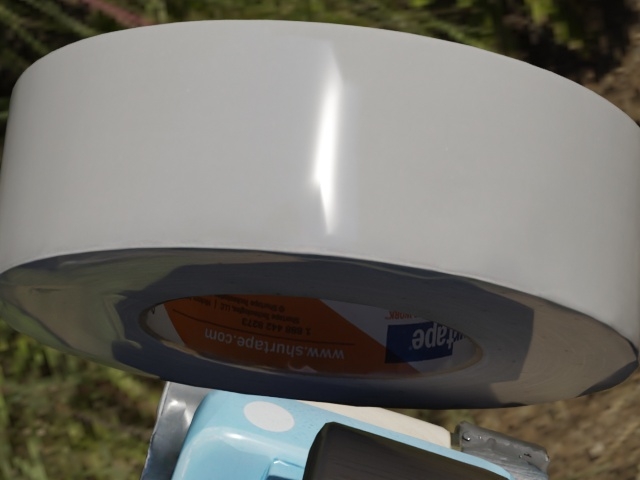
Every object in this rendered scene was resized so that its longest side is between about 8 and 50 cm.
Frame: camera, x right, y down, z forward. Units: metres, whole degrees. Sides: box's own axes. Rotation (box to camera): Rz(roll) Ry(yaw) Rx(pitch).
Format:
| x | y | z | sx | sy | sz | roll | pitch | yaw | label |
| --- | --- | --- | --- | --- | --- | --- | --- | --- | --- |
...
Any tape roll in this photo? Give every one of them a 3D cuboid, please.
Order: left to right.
| x | y | z | sx | sy | sz | roll | pitch | yaw | label |
| --- | --- | --- | --- | --- | --- | --- | --- | --- | --- |
| 0.000 | 0.000 | 0.660 | 0.219 | 0.219 | 0.072 | -10 | 67 | 43 | tape roll |

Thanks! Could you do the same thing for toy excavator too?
| x | y | z | sx | sy | sz | roll | pitch | yaw | label |
| --- | --- | --- | --- | --- | --- | --- | --- | --- | --- |
| -0.002 | 0.205 | 0.946 | 0.222 | 0.445 | 0.433 | 18 | 117 | -4 | toy excavator |
